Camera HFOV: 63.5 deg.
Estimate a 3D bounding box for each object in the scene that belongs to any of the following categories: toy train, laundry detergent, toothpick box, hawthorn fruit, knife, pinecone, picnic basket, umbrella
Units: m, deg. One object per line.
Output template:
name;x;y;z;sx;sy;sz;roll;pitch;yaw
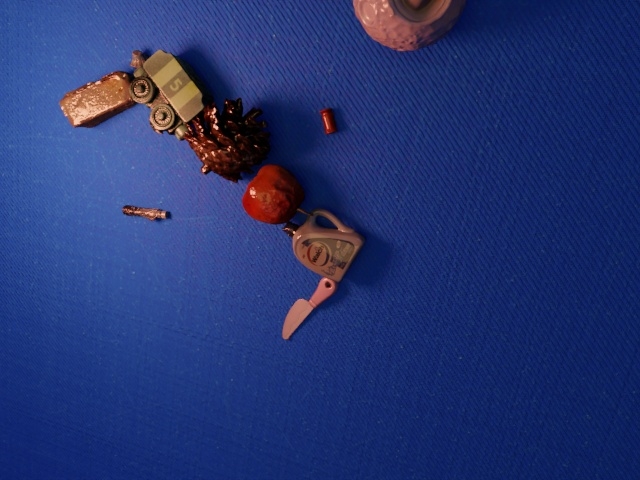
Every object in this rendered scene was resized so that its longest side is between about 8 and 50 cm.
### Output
toy train;-0.527;-0.516;1.844;0.238;0.167;0.299;-36;92;10
laundry detergent;0.000;0.000;1.829;0.280;0.105;0.215;33;109;8
toothpick box;0.028;-0.407;1.759;0.047;0.047;0.083;-13;98;18
hawthorn fruit;-0.134;-0.138;1.792;0.243;0.207;0.207;31;109;0
knife;-0.057;0.251;1.936;0.081;0.043;0.336;46;112;8
pinecone;-0.310;-0.348;1.758;0.296;0.298;0.242;-30;56;12
picnic basket;-0.662;-0.655;1.898;0.065;0.083;0.083;15;144;6
umbrella;-0.688;-0.106;2.035;0.188;0.046;0.050;7;97;10

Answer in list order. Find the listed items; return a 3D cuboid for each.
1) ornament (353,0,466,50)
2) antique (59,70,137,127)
ornament;0.255;-0.722;1.485;0.337;0.337;0.337;3;103;15
antique;-0.809;-0.531;1.938;0.284;0.150;0.125;-22;100;11
